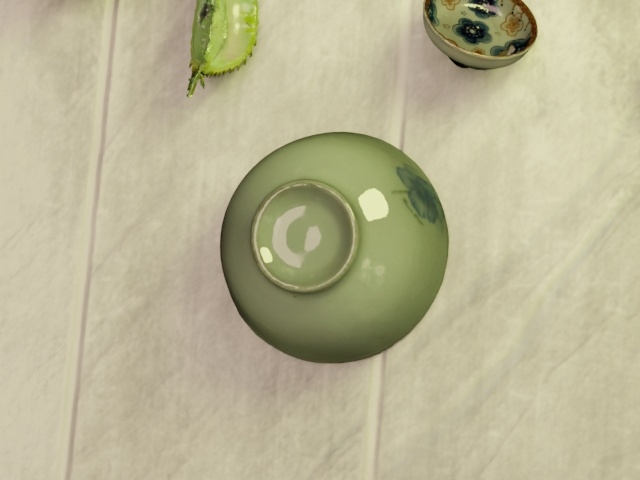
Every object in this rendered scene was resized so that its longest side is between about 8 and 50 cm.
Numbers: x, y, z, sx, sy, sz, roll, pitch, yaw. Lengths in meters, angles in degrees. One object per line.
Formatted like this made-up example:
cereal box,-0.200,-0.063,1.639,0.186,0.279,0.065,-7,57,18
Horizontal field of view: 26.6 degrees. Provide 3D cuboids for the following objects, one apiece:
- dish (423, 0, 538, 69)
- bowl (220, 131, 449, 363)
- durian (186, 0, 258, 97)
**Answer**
dish,0.182,-0.240,1.622,0.141,0.078,0.141,7,49,-8
bowl,0.000,0.000,1.600,0.289,0.146,0.289,-2,83,14
durian,-0.134,-0.269,1.692,0.086,0.100,0.215,1,77,18
